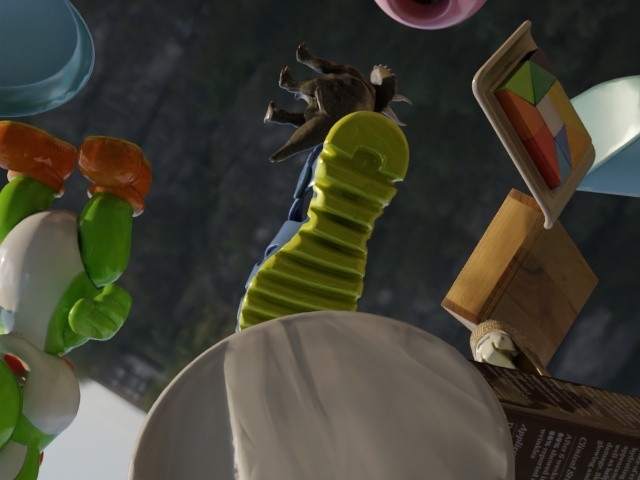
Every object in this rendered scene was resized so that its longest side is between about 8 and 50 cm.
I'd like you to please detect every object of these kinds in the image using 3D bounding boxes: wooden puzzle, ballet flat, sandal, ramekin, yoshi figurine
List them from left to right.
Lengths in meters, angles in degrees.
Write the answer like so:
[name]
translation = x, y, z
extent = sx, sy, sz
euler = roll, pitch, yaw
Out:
[yoshi figurine]
translation = -0.287, 0.068, 1.252
extent = 0.203, 0.362, 0.203
euler = 17, 170, -25
[sandal]
translation = 0.000, 0.000, 1.554
extent = 0.126, 0.317, 0.138
euler = 29, -179, -12
[ramekin]
translation = 0.005, 0.192, 0.972
extent = 0.273, 0.273, 0.127
euler = 30, 150, 30
[ballet flat]
translation = 0.232, 0.156, 1.601
extent = 0.067, 0.073, 0.206
euler = 31, -167, -43
[wooden puzzle]
translation = 0.304, -0.164, 1.827
extent = 0.044, 0.221, 0.238
euler = -18, 107, 35

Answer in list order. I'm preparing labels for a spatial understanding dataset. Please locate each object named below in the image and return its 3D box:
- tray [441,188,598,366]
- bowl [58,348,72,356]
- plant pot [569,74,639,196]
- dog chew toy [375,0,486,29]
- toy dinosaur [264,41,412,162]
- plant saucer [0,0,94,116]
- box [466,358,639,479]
[tray]
translation = 0.329, 0.081, 2.116
extent = 0.076, 0.202, 0.411
euler = 30, 176, 28
[bowl]
translation = -0.481, 0.059, 1.942
extent = 0.290, 0.156, 0.289
euler = 1, -153, 0
[plant pot]
translation = 0.548, -0.192, 2.324
extent = 0.166, 0.165, 0.234
euler = 5, 165, -15
[dog chew toy]
translation = 0.184, -0.482, 2.056
extent = 0.207, 0.331, 0.206
euler = 10, 144, 8
[toy dinosaur]
translation = 0.019, -0.203, 1.966
extent = 0.160, 0.121, 0.313
euler = 18, -151, 16
[plant saucer]
translation = -0.457, -0.283, 1.782
extent = 0.318, 0.043, 0.317
euler = 3, 145, 2
[box]
translation = 0.244, 0.246, 1.340
extent = 0.382, 0.191, 0.143
euler = 15, -167, -19
